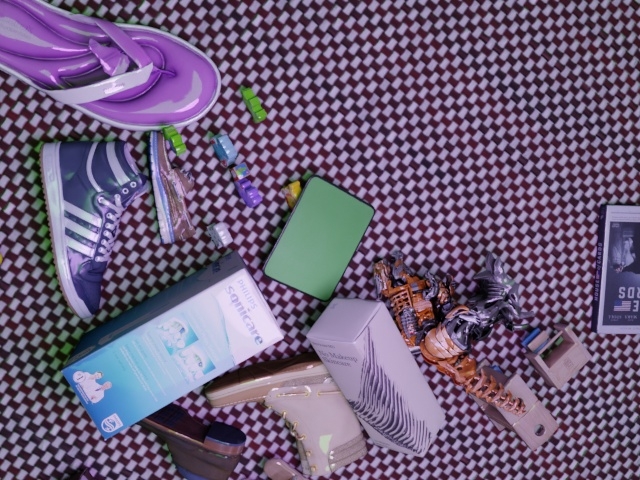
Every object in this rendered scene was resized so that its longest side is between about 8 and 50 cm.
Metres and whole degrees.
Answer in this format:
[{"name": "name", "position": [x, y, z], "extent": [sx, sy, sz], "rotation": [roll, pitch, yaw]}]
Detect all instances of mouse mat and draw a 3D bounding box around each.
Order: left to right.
[{"name": "mouse mat", "position": [0.000, 0.000, 1.222], "extent": [0.153, 0.007, 0.189], "rotation": [27, 92, -33]}]

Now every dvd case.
[{"name": "dvd case", "position": [0.595, 0.054, 1.342], "extent": [0.179, 0.029, 0.238], "rotation": [1, 95, -9]}]

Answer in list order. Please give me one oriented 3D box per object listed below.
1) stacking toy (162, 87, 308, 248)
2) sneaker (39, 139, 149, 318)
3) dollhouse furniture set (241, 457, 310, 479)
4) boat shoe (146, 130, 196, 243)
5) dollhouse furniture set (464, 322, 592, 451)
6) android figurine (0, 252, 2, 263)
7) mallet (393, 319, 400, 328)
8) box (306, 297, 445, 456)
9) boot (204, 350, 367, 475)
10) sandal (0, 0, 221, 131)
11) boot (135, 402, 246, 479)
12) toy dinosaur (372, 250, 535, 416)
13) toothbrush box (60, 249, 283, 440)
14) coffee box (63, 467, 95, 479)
[{"name": "stacking toy", "position": [-0.137, -0.114, 1.174], "extent": [0.167, 0.052, 0.221], "rotation": [-30, 98, -25]}, {"name": "sneaker", "position": [-0.340, -0.023, 1.146], "extent": [0.153, 0.099, 0.282], "rotation": [-9, 94, -6]}, {"name": "dollhouse furniture set", "position": [-0.154, 0.480, 1.178], "extent": [0.161, 0.212, 0.242], "rotation": [41, 116, -12]}, {"name": "boat shoe", "position": [-0.240, -0.089, 1.177], "extent": [0.066, 0.066, 0.183], "rotation": [-10, 105, -15]}, {"name": "dollhouse furniture set", "position": [0.372, 0.247, 1.278], "extent": [0.184, 0.129, 0.129], "rotation": [-41, 101, -9]}, {"name": "android figurine", "position": [-0.625, 0.055, 1.129], "extent": [0.248, 0.056, 0.272], "rotation": [-28, 99, -6]}, {"name": "mallet", "position": [0.133, 0.156, 1.277], "extent": [0.190, 0.039, 0.062], "rotation": [16, 92, -14]}, {"name": "box", "position": [0.095, 0.224, 1.186], "extent": [0.094, 0.113, 0.275], "rotation": [-51, 123, -33]}, {"name": "boot", "position": [-0.052, 0.304, 1.228], "extent": [0.262, 0.095, 0.203], "rotation": [-10, 97, -18]}, {"name": "sandal", "position": [-0.361, -0.275, 1.112], "extent": [0.417, 0.102, 0.169], "rotation": [15, 94, -11]}, {"name": "boot", "position": [-0.238, 0.340, 1.200], "extent": [0.219, 0.082, 0.106], "rotation": [17, 104, 11]}, {"name": "toy dinosaur", "position": [0.225, 0.145, 1.216], "extent": [0.218, 0.164, 0.322], "rotation": [-34, 90, -7]}, {"name": "toothbrush box", "position": [-0.222, 0.147, 1.124], "extent": [0.296, 0.216, 0.126], "rotation": [-31, 101, -6]}, {"name": "coffee box", "position": [-0.382, 0.519, 1.184], "extent": [0.141, 0.098, 0.246], "rotation": [-29, 100, 8]}]
